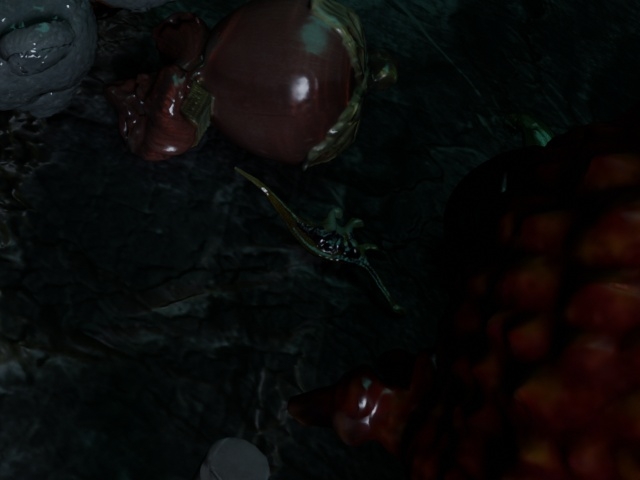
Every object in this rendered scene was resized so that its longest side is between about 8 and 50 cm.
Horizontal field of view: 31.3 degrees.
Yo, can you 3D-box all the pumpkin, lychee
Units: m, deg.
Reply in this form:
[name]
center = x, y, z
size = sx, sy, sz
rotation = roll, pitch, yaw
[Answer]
[pumpkin]
center = 0.202, -0.022, 0.980
size = 0.194, 0.150, 0.194
rotation = 2, 24, -1
[lychee]
center = 0.230, 0.107, 0.637
size = 0.500, 0.424, 0.424
rotation = 4, 37, 1

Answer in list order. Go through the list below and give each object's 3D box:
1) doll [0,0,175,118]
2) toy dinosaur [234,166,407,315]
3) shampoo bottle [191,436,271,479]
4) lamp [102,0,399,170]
[doll]
center = -0.197, -0.185, 0.931
size = 0.246, 0.158, 0.340
rotation = 6, 21, 31
[toy dinosaur]
center = 0.007, -0.006, 0.946
size = 0.180, 0.037, 0.058
rotation = 33, 30, 6
[shampoo bottle]
center = -0.069, 0.159, 0.565
size = 0.080, 0.165, 0.040
rotation = 24, 34, -5
[lamp]
center = -0.047, -0.129, 0.992
size = 0.223, 0.151, 0.215
rotation = -14, 25, 16
